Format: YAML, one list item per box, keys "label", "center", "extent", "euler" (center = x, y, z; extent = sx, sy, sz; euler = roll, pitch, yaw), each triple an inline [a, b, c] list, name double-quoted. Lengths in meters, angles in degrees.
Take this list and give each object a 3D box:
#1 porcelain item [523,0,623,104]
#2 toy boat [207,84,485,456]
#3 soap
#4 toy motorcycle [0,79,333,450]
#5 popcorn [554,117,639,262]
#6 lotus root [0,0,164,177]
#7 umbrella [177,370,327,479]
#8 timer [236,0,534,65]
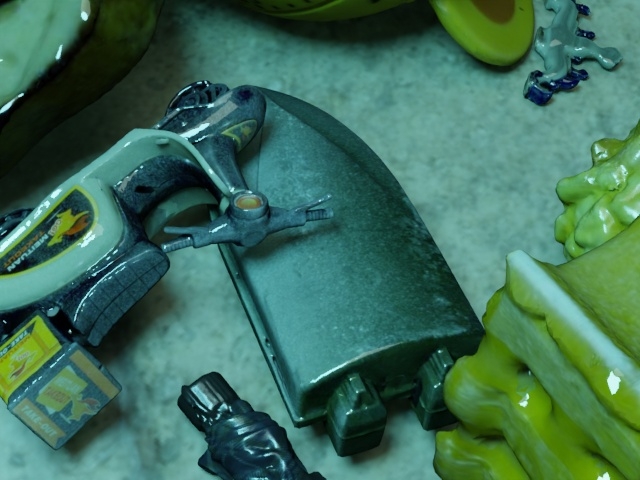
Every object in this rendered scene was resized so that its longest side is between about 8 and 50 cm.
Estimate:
- label: "porcelain item"
  center: [0.218, -0.163, 1.131]
  extent: [0.075, 0.021, 0.136]
  euler: [16, 56, 3]
- label: "toy boat"
  center: [0.000, 0.000, 0.960]
  extent: [0.141, 0.092, 0.319]
  euler: [-15, 53, -16]
- label: "soap"
  center: [0.211, 0.179, 0.725]
  extent: [0.156, 0.293, 0.335]
  euler: [-23, 53, -23]
- label: "toy motorcycle"
  center: [-0.121, -0.002, 0.896]
  extent: [0.263, 0.091, 0.157]
  euler: [-42, 50, -8]
- label: "popcorn"
  center: [0.262, -0.017, 0.970]
  extent: [0.174, 0.142, 0.173]
  euler: [1, 61, -2]
- label: "lotus root"
  center: [-0.299, -0.178, 0.942]
  extent: [0.391, 0.111, 0.374]
  euler: [9, 81, 21]
- label: "umbrella"
  center: [-0.011, 0.169, 0.856]
  extent: [0.080, 0.071, 0.224]
  euler: [-29, 64, -30]
- label: "timer"
  center: [0.033, -0.338, 1.054]
  extent: [0.387, 0.376, 0.376]
  euler: [9, 49, -42]
